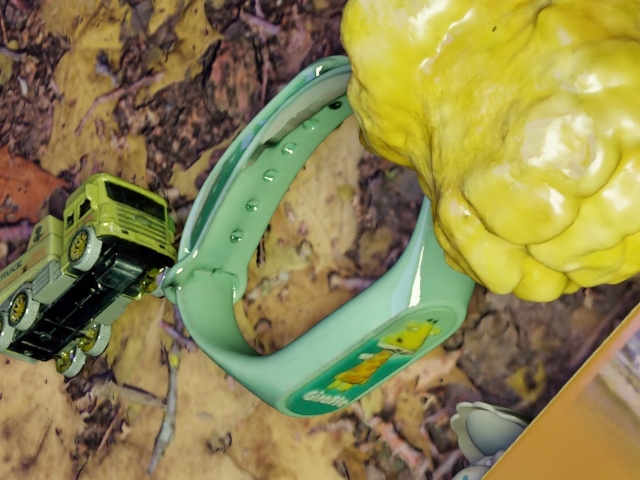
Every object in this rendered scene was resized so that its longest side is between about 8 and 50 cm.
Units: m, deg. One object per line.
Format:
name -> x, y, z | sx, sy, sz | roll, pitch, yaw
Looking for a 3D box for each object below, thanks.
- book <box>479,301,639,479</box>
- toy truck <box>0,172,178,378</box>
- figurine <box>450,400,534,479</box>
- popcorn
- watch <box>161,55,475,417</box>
book -> 0.176, 0.194, 0.780 | 0.262, 0.028, 0.374 | 48, 115, 21
toy truck -> -0.174, 0.018, 1.185 | 0.169, 0.077, 0.100 | -42, 41, 35
figurine -> 0.096, 0.137, 0.882 | 0.094, 0.082, 0.086 | 102, -168, -59
popcorn -> 0.107, -0.082, 0.811 | 0.226, 0.203, 0.200 | -64, 13, -18
watch -> 0.000, 0.000, 1.019 | 0.237, 0.068, 0.195 | -40, 55, 31
